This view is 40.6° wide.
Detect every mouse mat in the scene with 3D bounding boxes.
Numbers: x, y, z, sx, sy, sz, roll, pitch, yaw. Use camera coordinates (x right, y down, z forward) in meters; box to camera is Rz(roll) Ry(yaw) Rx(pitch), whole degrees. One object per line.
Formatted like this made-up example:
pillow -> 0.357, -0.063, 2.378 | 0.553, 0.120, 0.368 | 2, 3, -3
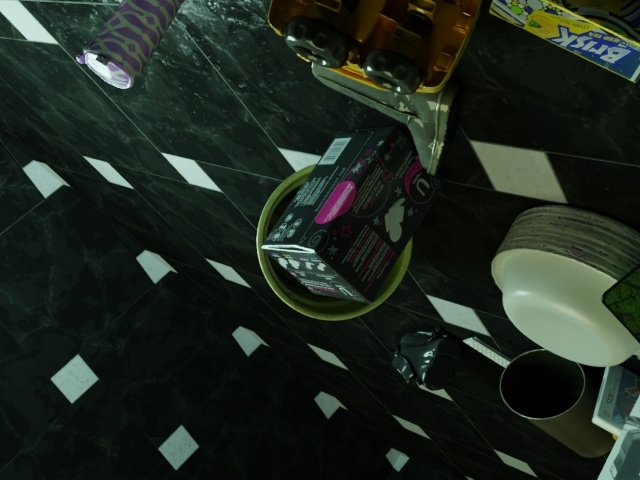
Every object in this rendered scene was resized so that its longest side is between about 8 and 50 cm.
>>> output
mouse mat -> 0.489, 0.084, 1.188 | 0.190, 0.152, 0.007 | 41, -167, -28

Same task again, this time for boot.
boot -> 0.089, -0.193, 1.214 | 0.209, 0.076, 0.189 | 20, 145, 15

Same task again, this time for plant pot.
plant pot -> 0.000, 0.000, 1.615 | 0.276, 0.276, 0.254 | 36, 173, -10

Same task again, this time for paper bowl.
paper bowl -> 0.395, 0.084, 1.318 | 0.284, 0.148, 0.284 | 30, 161, 11

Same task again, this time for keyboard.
keyboard -> 0.445, 0.294, 1.987 | 0.256, 0.014, 0.072 | 32, 162, 2

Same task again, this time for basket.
basket -> 0.518, 0.348, 1.804 | 0.227, 0.154, 0.204 | 39, 163, -31

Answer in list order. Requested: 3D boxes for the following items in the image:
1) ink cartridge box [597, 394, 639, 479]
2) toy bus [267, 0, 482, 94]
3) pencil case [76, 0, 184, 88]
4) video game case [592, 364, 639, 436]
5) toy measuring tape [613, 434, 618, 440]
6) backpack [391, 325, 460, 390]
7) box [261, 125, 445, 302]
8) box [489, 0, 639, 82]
ink cartridge box -> 0.597, 0.365, 1.320 | 0.166, 0.395, 0.285 | 40, 160, -15
toy bus -> 0.072, -0.242, 1.031 | 0.220, 0.149, 0.211 | 25, 174, 13
pencil case -> -0.269, -0.319, 1.266 | 0.088, 0.206, 0.086 | 26, 159, 4
video game case -> 0.603, 0.321, 1.574 | 0.201, 0.183, 0.023 | 29, 125, 10
toy measuring tape -> 0.684, 0.398, 1.731 | 0.330, 0.121, 0.121 | 29, 164, -23
backpack -> 0.254, 0.291, 2.099 | 0.115, 0.152, 0.182 | 34, 168, -20
box -> 0.053, -0.042, 1.381 | 0.142, 0.247, 0.163 | 44, 159, -28
box -> 0.261, -0.229, 0.871 | 0.169, 0.054, 0.059 | 29, 161, 10
